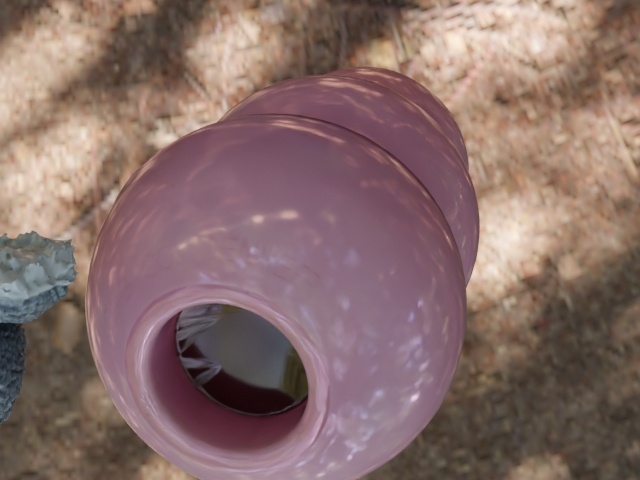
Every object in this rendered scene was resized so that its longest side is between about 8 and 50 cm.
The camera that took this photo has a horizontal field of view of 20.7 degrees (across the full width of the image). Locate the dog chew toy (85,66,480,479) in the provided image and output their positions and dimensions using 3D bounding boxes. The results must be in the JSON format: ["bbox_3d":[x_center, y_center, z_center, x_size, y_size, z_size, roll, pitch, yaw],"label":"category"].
[{"bbox_3d":[0.000,0.000,1.010,0.207,0.332,0.206,7,117,15],"label":"dog chew toy"}]

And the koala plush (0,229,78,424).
[{"bbox_3d":[-0.234,0.059,0.825,0.221,0.203,0.196,3,131,-39],"label":"koala plush"}]
